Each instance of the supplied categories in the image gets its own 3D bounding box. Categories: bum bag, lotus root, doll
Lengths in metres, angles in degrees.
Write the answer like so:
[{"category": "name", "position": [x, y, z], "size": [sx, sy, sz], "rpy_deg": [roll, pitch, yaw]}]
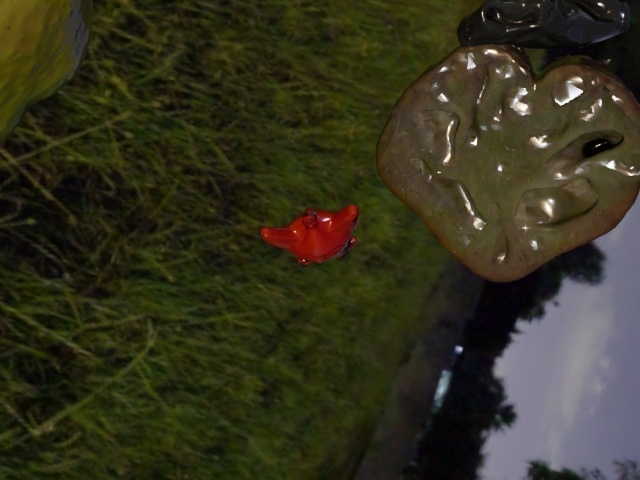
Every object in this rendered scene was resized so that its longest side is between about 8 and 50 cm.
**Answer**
[{"category": "bum bag", "position": [0.283, -0.279, 1.076], "size": [0.326, 0.142, 0.079], "rpy_deg": [-16, 104, -51]}, {"category": "lotus root", "position": [0.278, -0.115, 1.275], "size": [0.111, 0.391, 0.374], "rpy_deg": [-66, 158, -59]}, {"category": "doll", "position": [0.000, 0.000, 0.995], "size": [0.169, 0.109, 0.057], "rpy_deg": [63, 14, -68]}]

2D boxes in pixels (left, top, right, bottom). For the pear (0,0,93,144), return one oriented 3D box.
[{"category": "pear", "position": [-0.393, -0.248, 0.786], "size": [0.391, 0.391, 0.391], "rpy_deg": [18, 90, -81]}]
